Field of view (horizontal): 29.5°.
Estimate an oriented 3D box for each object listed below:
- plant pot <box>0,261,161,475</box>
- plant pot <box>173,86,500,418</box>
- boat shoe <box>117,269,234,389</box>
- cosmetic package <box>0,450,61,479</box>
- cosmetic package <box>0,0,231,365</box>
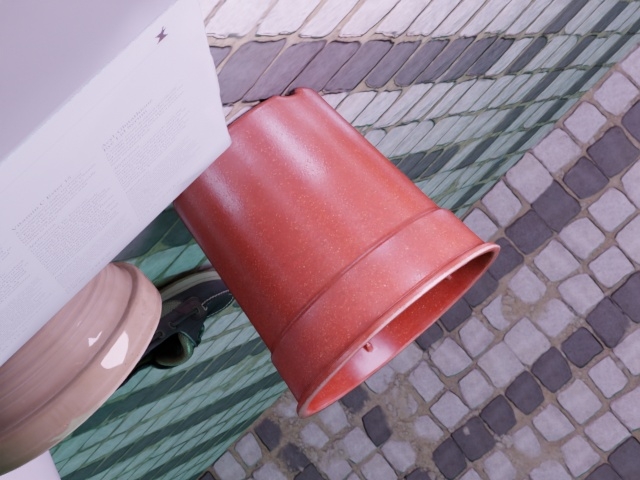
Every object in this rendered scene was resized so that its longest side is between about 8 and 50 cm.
[{"bbox_3d":[-0.263,0.083,1.050,0.237,0.110,0.237,-30,-154,16],"label":"plant pot"},{"bbox_3d":[0.000,0.000,1.288,0.272,0.265,0.272,-38,167,-11],"label":"plant pot"},{"bbox_3d":[-0.195,0.116,1.512,0.103,0.092,0.285,-48,165,31],"label":"boat shoe"},{"bbox_3d":[-0.424,0.434,1.180,0.393,0.329,0.327,-28,172,4],"label":"cosmetic package"},{"bbox_3d":[-0.233,-0.019,0.846,0.377,0.097,0.284,-45,171,-12],"label":"cosmetic package"}]
